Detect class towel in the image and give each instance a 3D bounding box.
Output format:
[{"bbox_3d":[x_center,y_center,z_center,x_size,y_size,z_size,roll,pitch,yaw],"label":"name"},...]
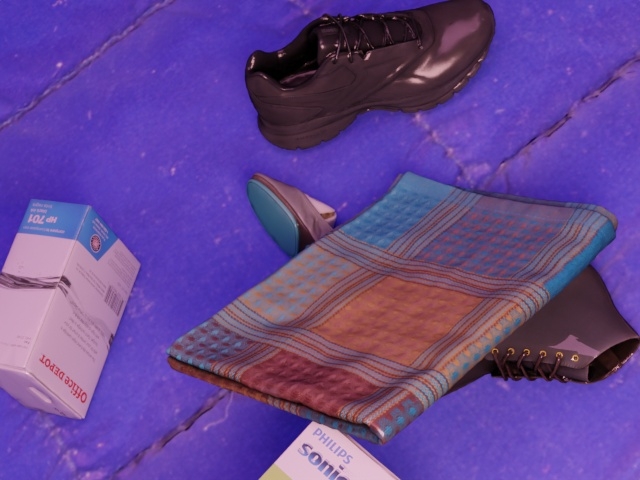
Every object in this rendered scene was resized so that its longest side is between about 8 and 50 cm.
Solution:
[{"bbox_3d":[0.072,0.045,1.411,0.271,0.040,0.370,14,37,41],"label":"towel"}]

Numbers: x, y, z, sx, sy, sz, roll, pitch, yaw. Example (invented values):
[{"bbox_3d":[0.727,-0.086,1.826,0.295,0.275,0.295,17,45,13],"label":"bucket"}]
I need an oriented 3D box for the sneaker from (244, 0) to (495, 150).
[{"bbox_3d":[0.051,-0.196,1.640,0.286,0.130,0.109,-24,54,5],"label":"sneaker"}]

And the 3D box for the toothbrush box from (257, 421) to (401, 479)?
[{"bbox_3d":[-0.026,0.322,1.322,0.122,0.206,0.283,36,78,33],"label":"toothbrush box"}]

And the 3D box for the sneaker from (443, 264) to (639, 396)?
[{"bbox_3d":[0.186,0.108,1.440,0.222,0.083,0.118,-33,55,-1],"label":"sneaker"}]

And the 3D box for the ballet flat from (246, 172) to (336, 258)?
[{"bbox_3d":[0.000,0.000,1.594,0.068,0.072,0.213,-21,52,-25],"label":"ballet flat"}]

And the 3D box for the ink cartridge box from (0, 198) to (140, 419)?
[{"bbox_3d":[-0.276,0.072,1.601,0.082,0.139,0.191,9,65,24],"label":"ink cartridge box"}]
